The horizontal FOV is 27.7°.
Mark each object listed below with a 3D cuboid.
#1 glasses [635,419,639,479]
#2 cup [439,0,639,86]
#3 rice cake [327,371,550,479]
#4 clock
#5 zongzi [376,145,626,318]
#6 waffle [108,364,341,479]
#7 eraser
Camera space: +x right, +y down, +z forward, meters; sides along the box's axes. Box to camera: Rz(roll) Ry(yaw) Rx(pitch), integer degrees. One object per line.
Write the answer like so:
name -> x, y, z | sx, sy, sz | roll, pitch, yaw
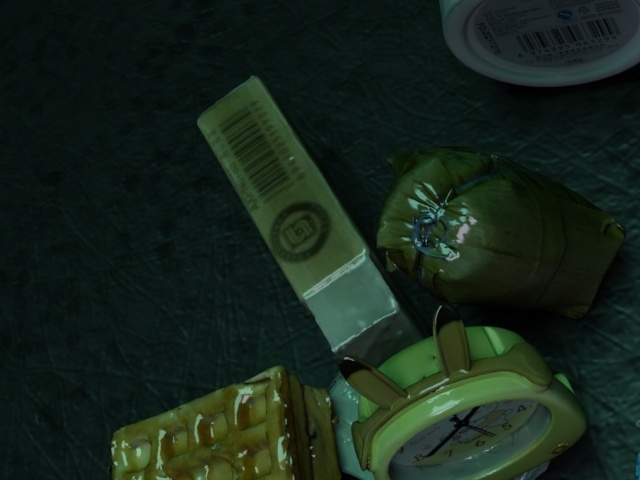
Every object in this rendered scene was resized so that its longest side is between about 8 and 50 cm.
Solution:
glasses -> 0.336, 0.242, 0.997 | 0.189, 0.088, 0.221 | 2, 86, 25
cup -> 0.220, -0.354, 1.227 | 0.253, 0.253, 0.372 | -8, 64, 22
rice cake -> 0.086, 0.178, 1.146 | 0.211, 0.038, 0.124 | 35, 83, 35
clock -> 0.102, 0.127, 0.998 | 0.170, 0.232, 0.069 | -26, 55, 10
zongzi -> 0.093, -0.038, 1.131 | 0.274, 0.250, 0.125 | 35, 104, 37
waffle -> -0.077, 0.287, 1.118 | 0.212, 0.091, 0.308 | -24, 56, 28
eraser -> 0.000, 0.000, 1.188 | 0.078, 0.144, 0.343 | -35, 46, 4
